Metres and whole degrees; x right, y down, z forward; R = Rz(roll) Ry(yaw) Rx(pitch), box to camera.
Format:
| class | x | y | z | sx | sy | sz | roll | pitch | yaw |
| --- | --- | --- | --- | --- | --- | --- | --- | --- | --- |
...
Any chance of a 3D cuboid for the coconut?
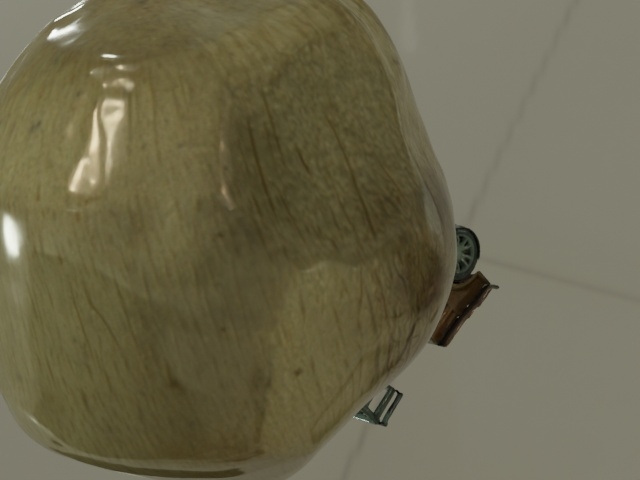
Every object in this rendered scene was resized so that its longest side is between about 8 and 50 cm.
| class | x | y | z | sx | sy | sz | roll | pitch | yaw |
| --- | --- | --- | --- | --- | --- | --- | --- | --- | --- |
| coconut | -0.042 | 0.003 | 0.754 | 0.224 | 0.224 | 0.224 | 15 | -90 | -71 |

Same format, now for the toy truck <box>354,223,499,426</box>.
| class | x | y | z | sx | sy | sz | roll | pitch | yaw |
| --- | --- | --- | --- | --- | --- | --- | --- | --- | --- |
| toy truck | -0.001 | 0.000 | 0.978 | 0.178 | 0.080 | 0.115 | 48 | -112 | -33 |
